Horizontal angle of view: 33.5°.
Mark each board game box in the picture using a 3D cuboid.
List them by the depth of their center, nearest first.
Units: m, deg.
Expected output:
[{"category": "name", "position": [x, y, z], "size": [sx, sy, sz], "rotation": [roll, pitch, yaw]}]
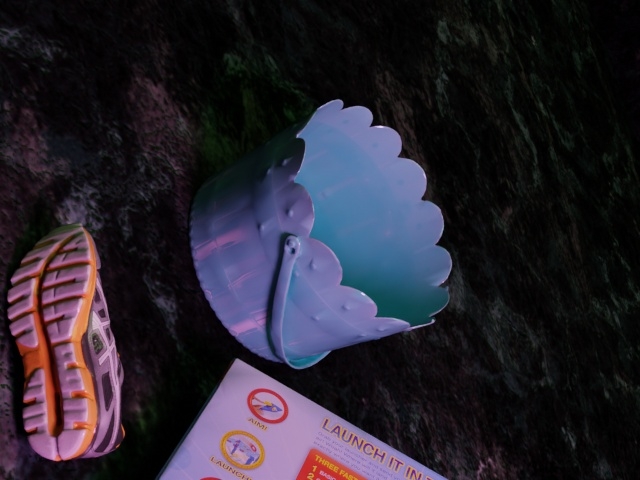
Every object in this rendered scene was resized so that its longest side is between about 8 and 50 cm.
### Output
[{"category": "board game box", "position": [-0.015, 0.290, 0.926], "size": [0.308, 0.086, 0.302], "rotation": [30, 35, 2]}]

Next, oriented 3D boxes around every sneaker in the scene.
[{"category": "sneaker", "position": [-0.213, 0.088, 0.919], "size": [0.083, 0.084, 0.215], "rotation": [37, 43, -59]}]

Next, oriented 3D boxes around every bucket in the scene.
[{"category": "bucket", "position": [0.000, 0.000, 1.190], "size": [0.281, 0.183, 0.281], "rotation": [34, 44, -40]}]
